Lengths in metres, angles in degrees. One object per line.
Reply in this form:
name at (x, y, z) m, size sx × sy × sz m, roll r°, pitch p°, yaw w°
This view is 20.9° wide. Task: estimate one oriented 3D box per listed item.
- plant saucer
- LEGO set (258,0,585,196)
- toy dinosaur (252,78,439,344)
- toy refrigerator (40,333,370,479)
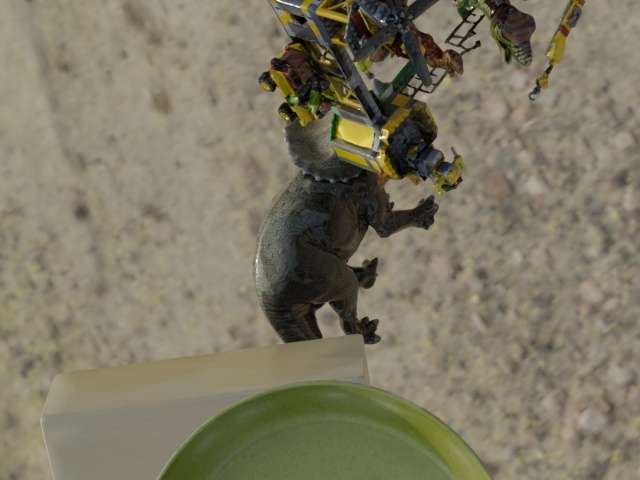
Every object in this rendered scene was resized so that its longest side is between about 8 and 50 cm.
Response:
plant saucer at (0.004, 0.207, 1.062) m, size 0.241 × 0.037 × 0.240 m, roll -1°, pitch 82°, yaw 10°
LEGO set at (0.130, -0.188, 1.338) m, size 0.192 × 0.331 × 0.255 m, roll 24°, pitch 148°, yaw 42°
toy dinosaur at (0.000, 0.000, 1.532) m, size 0.121 × 0.160 × 0.313 m, roll 32°, pitch 98°, yaw 58°
toy refrigerator at (-0.090, 0.156, 1.470) m, size 0.270 × 0.094 × 0.102 m, roll -8°, pitch 112°, yaw 4°
